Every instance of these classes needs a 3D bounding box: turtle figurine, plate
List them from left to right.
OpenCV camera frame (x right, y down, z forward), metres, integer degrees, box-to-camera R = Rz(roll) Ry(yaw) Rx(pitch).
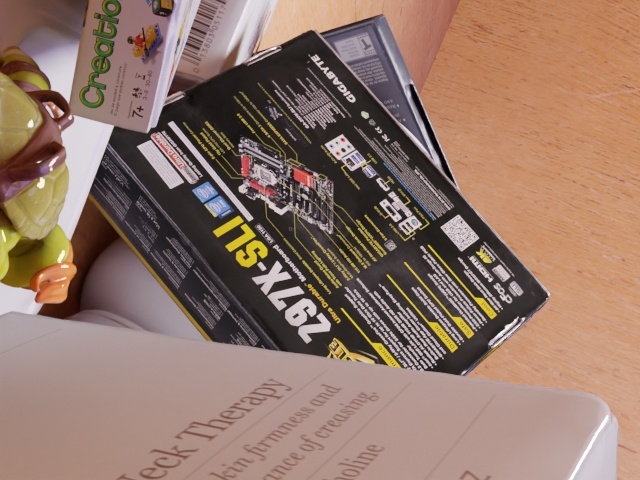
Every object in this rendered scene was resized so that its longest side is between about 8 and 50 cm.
[{"bbox_3d":[-0.160,-0.039,0.541,0.269,0.087,0.217,-83,161,-47],"label":"turtle figurine"},{"bbox_3d":[-0.204,-0.038,0.765,0.278,0.045,0.277,13,99,-81],"label":"plate"}]

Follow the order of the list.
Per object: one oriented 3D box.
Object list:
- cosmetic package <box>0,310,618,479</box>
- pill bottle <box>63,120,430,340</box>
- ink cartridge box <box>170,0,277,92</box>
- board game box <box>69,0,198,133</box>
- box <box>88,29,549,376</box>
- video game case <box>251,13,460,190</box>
[{"bbox_3d":[-0.089,0.252,0.589,0.329,0.393,0.327,-29,121,-61],"label":"cosmetic package"},{"bbox_3d":[-0.069,0.049,1.106,0.407,0.229,0.229,-43,157,-41],"label":"pill bottle"},{"bbox_3d":[-0.083,-0.215,1.124,0.232,0.066,0.189,158,-45,-83],"label":"ink cartridge box"},{"bbox_3d":[-0.089,-0.213,0.743,0.305,0.053,0.193,-89,-166,-64],"label":"board game box"},{"bbox_3d":[0.000,0.000,0.976,0.257,0.322,0.079,-35,169,-38],"label":"box"},{"bbox_3d":[0.043,-0.085,1.240,0.026,0.196,0.274,-41,113,-39],"label":"video game case"}]
